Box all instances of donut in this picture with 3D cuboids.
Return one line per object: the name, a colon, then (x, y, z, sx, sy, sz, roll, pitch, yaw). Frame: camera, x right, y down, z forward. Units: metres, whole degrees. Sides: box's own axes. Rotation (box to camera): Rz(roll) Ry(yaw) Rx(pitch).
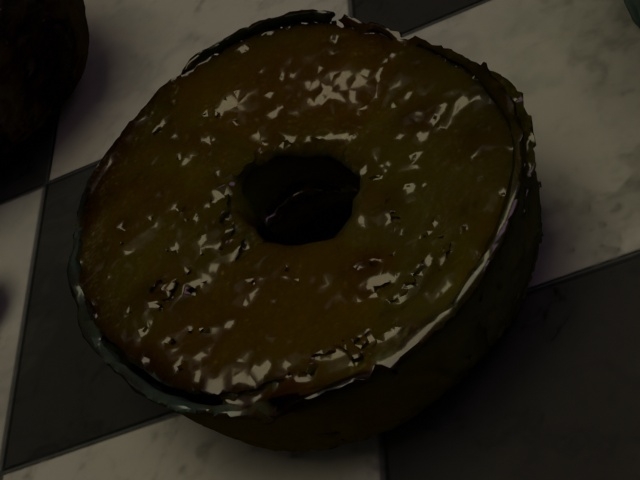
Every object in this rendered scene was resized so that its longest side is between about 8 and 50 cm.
donut: (0.000, 0.000, 0.762, 0.272, 0.107, 0.272, -17, 50, 21)

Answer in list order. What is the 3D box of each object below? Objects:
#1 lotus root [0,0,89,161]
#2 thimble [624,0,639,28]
lotus root: (-0.294, -0.147, 1.001, 0.192, 0.272, 0.272, 23, 67, 34)
thimble: (0.220, -0.183, 0.691, 0.172, 0.205, 0.250, -31, 47, 7)
